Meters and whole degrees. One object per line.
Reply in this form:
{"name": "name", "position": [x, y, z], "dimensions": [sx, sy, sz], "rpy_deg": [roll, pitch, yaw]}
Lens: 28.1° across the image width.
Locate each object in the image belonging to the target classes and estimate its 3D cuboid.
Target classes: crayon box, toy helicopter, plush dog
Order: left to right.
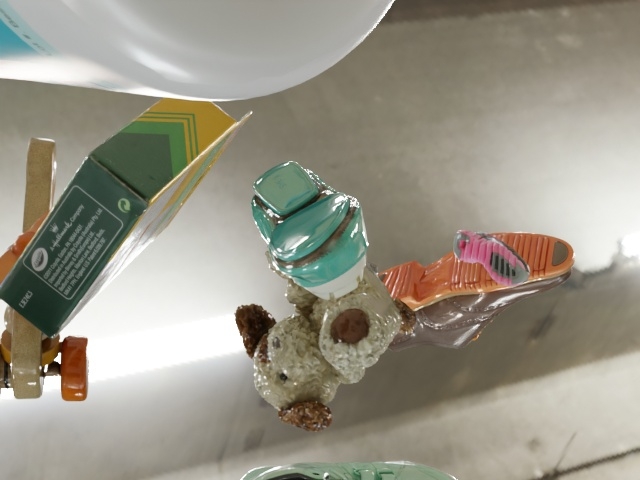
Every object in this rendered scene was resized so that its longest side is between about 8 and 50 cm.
{"name": "toy helicopter", "position": [-0.358, 0.020, 1.583], "dimensions": [0.140, 0.235, 0.355], "rpy_deg": [0, -118, -7]}
{"name": "crayon box", "position": [-0.207, -0.049, 1.403], "dimensions": [0.083, 0.203, 0.323], "rpy_deg": [39, -153, -1]}
{"name": "plush dog", "position": [-0.002, 0.139, 1.766], "dimensions": [0.210, 0.225, 0.262], "rpy_deg": [33, -161, -47]}

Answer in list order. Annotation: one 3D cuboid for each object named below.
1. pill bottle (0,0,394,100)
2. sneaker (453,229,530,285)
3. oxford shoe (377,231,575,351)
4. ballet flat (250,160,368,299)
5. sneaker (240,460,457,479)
{"name": "pill bottle", "position": [-0.099, -0.125, 0.412], "dimensions": [0.146, 0.146, 0.264], "rpy_deg": [-25, -156, -36]}
{"name": "sneaker", "position": [0.215, 0.017, 1.537], "dimensions": [0.057, 0.047, 0.119], "rpy_deg": [-4, -154, -37]}
{"name": "oxford shoe", "position": [0.237, 0.086, 1.994], "dimensions": [0.363, 0.133, 0.130], "rpy_deg": [-15, -149, 30]}
{"name": "ballet flat", "position": [0.000, 0.000, 1.057], "dimensions": [0.083, 0.087, 0.247], "rpy_deg": [-32, -161, -1]}
{"name": "sneaker", "position": [0.038, 0.286, 1.371], "dimensions": [0.256, 0.151, 0.094], "rpy_deg": [1, -98, -6]}
